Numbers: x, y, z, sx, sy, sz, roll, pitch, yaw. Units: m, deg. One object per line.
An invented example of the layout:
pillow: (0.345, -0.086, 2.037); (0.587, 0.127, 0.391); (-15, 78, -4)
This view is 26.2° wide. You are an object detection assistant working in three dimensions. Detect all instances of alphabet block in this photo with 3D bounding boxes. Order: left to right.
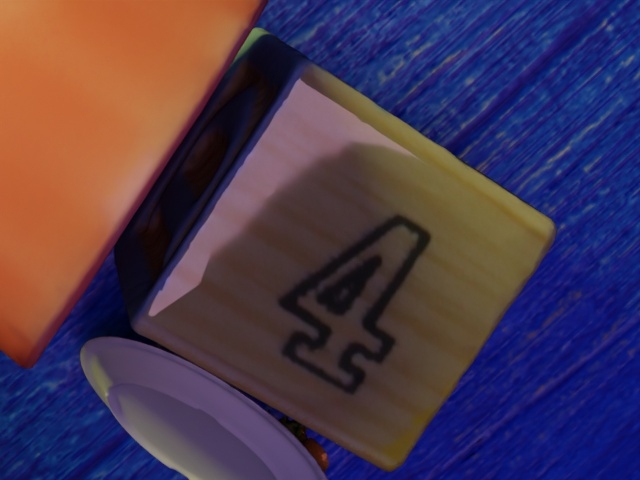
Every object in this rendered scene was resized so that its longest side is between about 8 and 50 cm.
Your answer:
alphabet block: (0.000, 0.000, 0.900); (0.197, 0.192, 0.193); (31, 98, -19)

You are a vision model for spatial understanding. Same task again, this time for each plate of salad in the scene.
plate of salad: (-0.073, 0.122, 0.928); (0.200, 0.200, 0.048); (43, 62, -19)

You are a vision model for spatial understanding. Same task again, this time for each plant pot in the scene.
plant pot: (-0.198, -0.101, 0.805); (0.243, 0.275, 0.275); (33, 96, -9)
